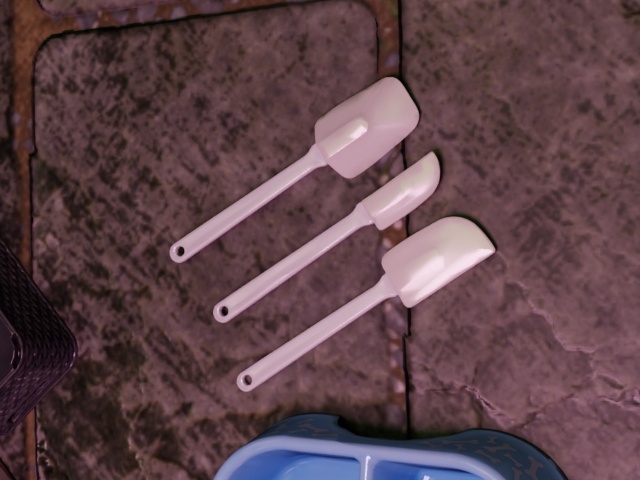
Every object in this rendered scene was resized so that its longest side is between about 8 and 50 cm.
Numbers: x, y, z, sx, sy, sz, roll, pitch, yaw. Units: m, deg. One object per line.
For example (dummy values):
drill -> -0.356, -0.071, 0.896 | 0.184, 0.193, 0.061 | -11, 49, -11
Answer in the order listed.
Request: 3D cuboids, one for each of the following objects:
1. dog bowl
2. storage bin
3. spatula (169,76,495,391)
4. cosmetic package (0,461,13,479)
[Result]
dog bowl -> 0.044, 0.219, 1.231 | 0.297, 0.074, 0.166 | 3, 88, 25
storage bin -> -0.309, 0.069, 1.402 | 0.122, 0.084, 0.180 | -45, 69, 16
spatula -> 0.000, 0.000, 1.298 | 0.242, 0.019, 0.168 | -34, 79, 21
cosmetic package -> -0.390, 0.187, 1.418 | 0.160, 0.113, 0.309 | -45, 71, 17
